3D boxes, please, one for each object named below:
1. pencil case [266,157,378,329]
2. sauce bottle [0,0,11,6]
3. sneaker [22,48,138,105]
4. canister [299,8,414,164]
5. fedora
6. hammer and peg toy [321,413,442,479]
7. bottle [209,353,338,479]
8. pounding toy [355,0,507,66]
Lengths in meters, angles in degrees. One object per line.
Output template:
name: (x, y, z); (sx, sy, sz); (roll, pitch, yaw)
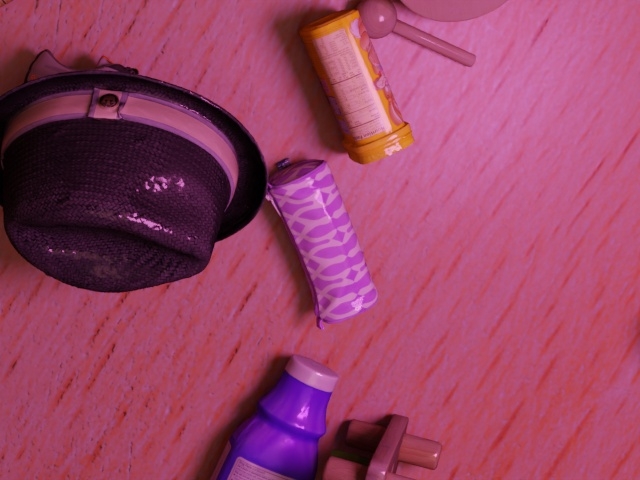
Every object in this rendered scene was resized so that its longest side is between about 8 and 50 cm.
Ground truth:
pencil case: (0.000, 0.000, 1.643); (0.088, 0.086, 0.206); (-28, 104, -17)
sauce bottle: (-0.388, -0.310, 1.503); (0.344, 0.111, 0.111); (-27, 104, -3)
sneaker: (-0.217, -0.155, 1.572); (0.271, 0.100, 0.108); (12, 84, -15)
canister: (0.041, -0.185, 1.596); (0.073, 0.126, 0.170); (-25, 102, -5)
fedora: (-0.228, -0.037, 1.490); (0.334, 0.153, 0.334); (2, 142, 2)
hammer and peg toy: (0.045, 0.370, 1.591); (0.127, 0.361, 0.266); (14, 99, 8)
bottle: (-0.066, 0.282, 1.684); (0.118, 0.092, 0.283); (23, 96, -14)
pounding toy: (0.148, -0.346, 1.610); (0.183, 0.110, 0.237); (11, 128, -23)
